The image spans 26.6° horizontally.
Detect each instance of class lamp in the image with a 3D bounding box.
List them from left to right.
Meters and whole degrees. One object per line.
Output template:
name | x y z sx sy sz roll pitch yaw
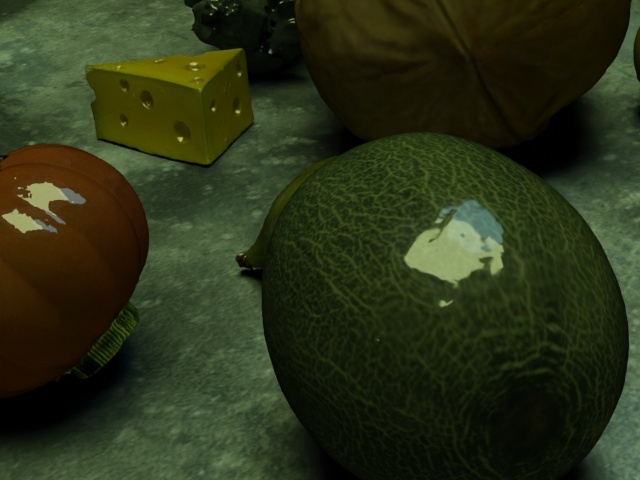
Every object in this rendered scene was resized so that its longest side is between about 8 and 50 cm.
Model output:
lamp | -0.239 0.022 1.088 0.223 0.196 0.223 -40 18 16

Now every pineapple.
pineapple | -0.066 -0.320 1.717 0.222 0.223 0.357 4 38 17

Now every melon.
melon | 0.078 0.049 0.940 0.237 0.237 0.302 -13 28 -13

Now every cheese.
cheese | -0.181 -0.154 1.520 0.171 0.093 0.126 4 30 20

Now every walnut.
walnut | 0.151 -0.251 1.419 0.354 0.308 0.398 -33 19 22

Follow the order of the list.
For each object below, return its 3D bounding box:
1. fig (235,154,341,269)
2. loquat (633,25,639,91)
fig | 0.004 0.011 1.179 0.185 0.133 0.127 -38 38 22
loquat | 0.403 -0.197 1.447 0.141 0.141 0.141 -5 28 2
